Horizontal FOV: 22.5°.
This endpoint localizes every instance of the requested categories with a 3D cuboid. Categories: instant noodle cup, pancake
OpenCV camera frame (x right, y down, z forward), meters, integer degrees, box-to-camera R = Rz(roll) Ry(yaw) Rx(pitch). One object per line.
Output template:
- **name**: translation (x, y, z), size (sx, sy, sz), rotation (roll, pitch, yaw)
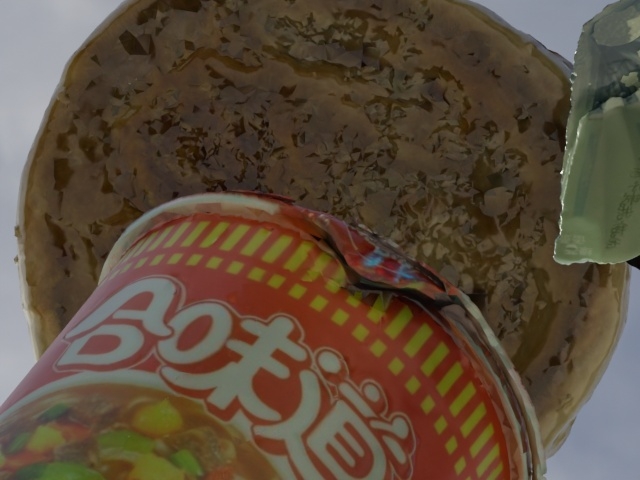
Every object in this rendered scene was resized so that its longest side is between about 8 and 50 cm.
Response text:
- **instant noodle cup**: translation (-0.055, 0.113, 0.513), size (0.193, 0.212, 0.193), rotation (19, -49, 23)
- **pancake**: translation (0.000, 0.000, 0.892), size (0.356, 0.065, 0.356), rotation (0, -98, 2)

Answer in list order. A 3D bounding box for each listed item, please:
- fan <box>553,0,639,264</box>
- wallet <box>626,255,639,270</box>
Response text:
- **fan**: translation (0.161, -0.069, 0.616), size (0.131, 0.009, 0.240), rotation (9, -48, -16)
- **wallet**: translation (0.241, -0.140, 0.861), size (0.044, 0.170, 0.321), rotation (27, -122, 28)
